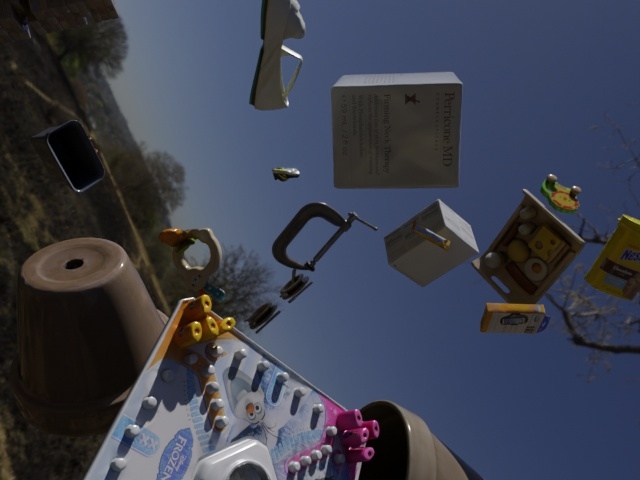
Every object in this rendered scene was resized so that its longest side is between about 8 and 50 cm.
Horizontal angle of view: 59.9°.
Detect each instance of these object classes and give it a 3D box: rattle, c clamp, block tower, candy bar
[{"bbox_3d":[-0.299,0.071,1.313,0.143,0.130,0.199,169,-84,-87],"label":"rattle"},{"bbox_3d":[0.000,0.000,0.974,0.137,0.161,0.022,36,20,-29],"label":"c clamp"},{"bbox_3d":[-0.596,-0.474,1.128,0.097,0.336,0.090,133,-60,-80],"label":"block tower"},{"bbox_3d":[0.358,-0.015,1.814,0.162,0.040,0.018,28,-23,-21],"label":"candy bar"}]

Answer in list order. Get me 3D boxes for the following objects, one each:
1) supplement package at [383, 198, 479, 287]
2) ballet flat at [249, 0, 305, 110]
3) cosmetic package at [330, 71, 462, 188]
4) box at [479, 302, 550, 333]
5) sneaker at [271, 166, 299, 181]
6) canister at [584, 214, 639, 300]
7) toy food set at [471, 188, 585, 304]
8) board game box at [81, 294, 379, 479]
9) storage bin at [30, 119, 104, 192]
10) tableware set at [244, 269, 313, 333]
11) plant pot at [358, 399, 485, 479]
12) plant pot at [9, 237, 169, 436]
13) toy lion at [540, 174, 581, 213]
[{"bbox_3d":[0.402,0.016,2.034,0.204,0.262,0.145,33,36,-31],"label":"supplement package"},{"bbox_3d":[-0.106,-0.528,1.487,0.139,0.139,0.400,55,-35,37],"label":"ballet flat"},{"bbox_3d":[0.249,-0.369,1.831,0.327,0.394,0.329,-70,158,-67],"label":"cosmetic package"},{"bbox_3d":[0.418,0.169,1.195,0.081,0.136,0.028,88,3,-49],"label":"box"},{"bbox_3d":[-0.090,-0.173,1.477,0.083,0.031,0.035,13,-56,30],"label":"sneaker"},{"bbox_3d":[0.691,0.042,1.248,0.073,0.126,0.169,-102,-148,-65],"label":"canister"},{"bbox_3d":[0.585,0.035,1.602,0.219,0.093,0.306,51,-42,30],"label":"toy food set"},{"bbox_3d":[-0.092,0.322,0.706,0.390,0.389,0.050,42,-46,-23],"label":"board game box"},{"bbox_3d":[-0.521,-0.177,1.141,0.091,0.098,0.135,9,-49,33],"label":"storage bin"},{"bbox_3d":[-0.112,0.145,1.395,0.039,0.194,0.128,50,-11,-11],"label":"tableware set"},{"bbox_3d":[0.184,0.513,1.076,0.281,0.323,0.323,29,-7,-17],"label":"plant pot"},{"bbox_3d":[-0.357,0.126,0.866,0.263,0.263,0.229,47,-37,49],"label":"plant pot"},{"bbox_3d":[0.575,-0.106,1.337,0.100,0.096,0.034,33,-40,19],"label":"toy lion"}]
